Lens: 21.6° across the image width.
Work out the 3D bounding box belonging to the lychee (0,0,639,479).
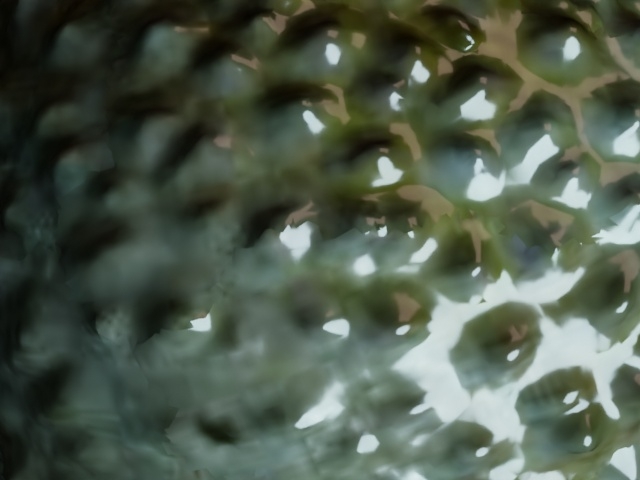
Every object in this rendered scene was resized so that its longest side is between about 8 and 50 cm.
[{"bbox_3d":[0.000,0.000,0.522,0.255,0.274,0.255,57,21,-35],"label":"lychee"}]
